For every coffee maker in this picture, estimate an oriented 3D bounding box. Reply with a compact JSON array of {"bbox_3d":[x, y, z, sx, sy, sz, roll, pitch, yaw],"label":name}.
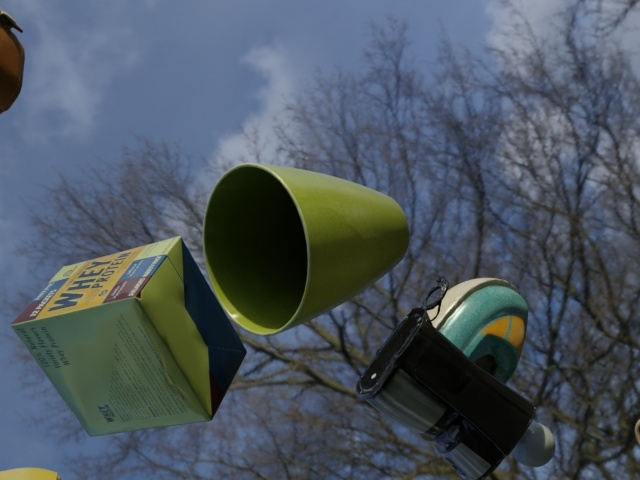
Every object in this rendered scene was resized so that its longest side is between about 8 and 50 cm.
[{"bbox_3d":[0.160,0.170,0.979,0.171,0.178,0.120,-51,6,15],"label":"coffee maker"}]

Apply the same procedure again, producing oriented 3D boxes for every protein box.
[{"bbox_3d":[-0.243,0.129,1.082,0.199,0.201,0.136,64,-152,-25],"label":"protein box"}]

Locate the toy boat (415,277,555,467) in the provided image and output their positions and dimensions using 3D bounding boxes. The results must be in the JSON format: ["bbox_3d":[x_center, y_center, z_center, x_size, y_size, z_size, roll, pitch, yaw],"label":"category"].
[{"bbox_3d":[0.243,0.209,1.207,0.267,0.148,0.318,-48,-50,-24],"label":"toy boat"}]

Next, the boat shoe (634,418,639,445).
[{"bbox_3d":[0.539,0.343,1.047,0.110,0.341,0.121,12,-71,-32],"label":"boat shoe"}]

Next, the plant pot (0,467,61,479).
[{"bbox_3d":[-0.302,0.278,0.845,0.083,0.081,0.081,-17,-76,-9],"label":"plant pot"}]

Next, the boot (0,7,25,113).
[{"bbox_3d":[-0.338,-0.247,0.667,0.109,0.283,0.220,-33,-34,19],"label":"boot"}]

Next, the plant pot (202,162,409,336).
[{"bbox_3d":[0.000,0.000,1.396,0.294,0.275,0.274,-8,-63,-42],"label":"plant pot"}]
